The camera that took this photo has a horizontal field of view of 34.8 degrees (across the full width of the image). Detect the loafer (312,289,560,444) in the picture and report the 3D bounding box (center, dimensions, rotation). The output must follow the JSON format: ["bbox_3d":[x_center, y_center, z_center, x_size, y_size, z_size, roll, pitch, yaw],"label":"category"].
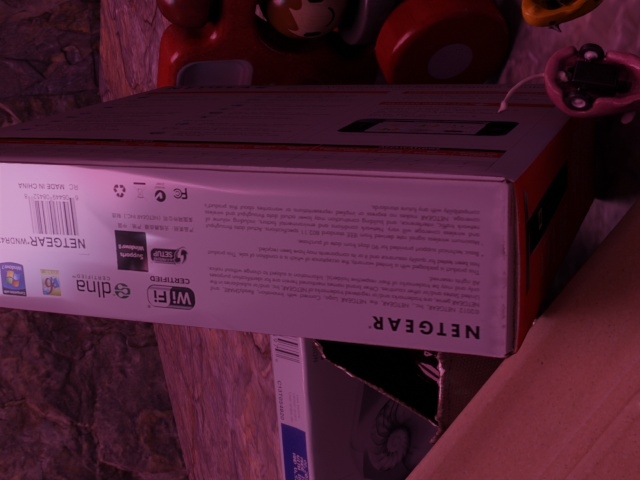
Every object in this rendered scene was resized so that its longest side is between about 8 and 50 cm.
[{"bbox_3d":[0.124,0.102,0.623,0.366,0.130,0.133,23,123,44],"label":"loafer"}]

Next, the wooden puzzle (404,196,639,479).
[{"bbox_3d":[0.209,0.101,0.357,0.322,0.080,0.348,-51,32,4],"label":"wooden puzzle"}]

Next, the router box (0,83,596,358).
[{"bbox_3d":[-0.019,-0.036,0.614,0.301,0.336,0.082,-35,-54,-63],"label":"router box"}]

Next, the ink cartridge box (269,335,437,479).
[{"bbox_3d":[0.060,0.101,0.835,0.045,0.224,0.223,10,110,48],"label":"ink cartridge box"}]

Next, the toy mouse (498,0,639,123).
[{"bbox_3d":[0.171,-0.104,0.553,0.143,0.161,0.031,34,160,24],"label":"toy mouse"}]

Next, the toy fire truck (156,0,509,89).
[{"bbox_3d":[-0.009,-0.154,0.833,0.302,0.254,0.169,106,150,-52],"label":"toy fire truck"}]
